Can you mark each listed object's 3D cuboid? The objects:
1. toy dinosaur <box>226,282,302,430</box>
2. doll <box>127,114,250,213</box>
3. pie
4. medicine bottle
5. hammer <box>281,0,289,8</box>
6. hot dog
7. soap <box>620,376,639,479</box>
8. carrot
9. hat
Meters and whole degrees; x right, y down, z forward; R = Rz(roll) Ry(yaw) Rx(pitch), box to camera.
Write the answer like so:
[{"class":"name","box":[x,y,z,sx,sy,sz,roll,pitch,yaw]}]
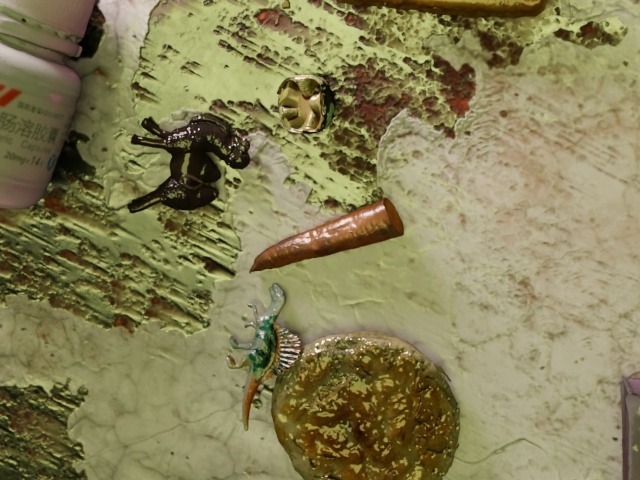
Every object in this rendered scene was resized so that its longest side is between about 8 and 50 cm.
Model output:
[{"class":"toy dinosaur","box":[-0.074,0.158,1.576,0.106,0.044,0.187,-18,63,12]},{"class":"doll","box":[-0.178,-0.103,1.558,0.165,0.057,0.139,4,99,3]},{"class":"pie","box":[0.060,0.253,1.593,0.274,0.055,0.274,2,103,8]},{"class":"medicine bottle","box":[-0.431,-0.225,1.466,0.256,0.256,0.325,22,95,4]},{"class":"hammer","box":[-0.050,-0.367,1.505,0.029,0.014,0.123,-1,104,18]},{"class":"hot dog","box":[0.147,-0.329,1.457,0.285,0.061,0.088,10,99,8]},{"class":"soap","box":[0.548,0.320,1.506,0.296,0.107,0.285,-1,102,8]},{"class":"carrot","box":[0.000,0.000,1.558,0.224,0.057,0.057,-18,98,17]},{"class":"hat","box":[-0.014,-0.180,1.515,0.076,0.059,0.077,1,97,25]}]
